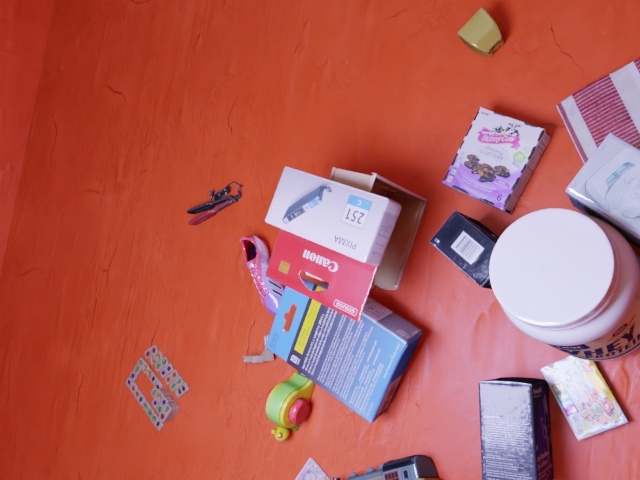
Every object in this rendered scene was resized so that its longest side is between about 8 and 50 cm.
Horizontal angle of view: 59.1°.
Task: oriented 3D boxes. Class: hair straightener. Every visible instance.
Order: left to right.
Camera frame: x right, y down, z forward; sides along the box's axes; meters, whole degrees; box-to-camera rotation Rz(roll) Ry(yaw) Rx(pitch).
[{"bbox_3d":[-0.340,-0.132,1.802,0.230,0.047,0.089,-27,68,27],"label":"hair straightener"}]

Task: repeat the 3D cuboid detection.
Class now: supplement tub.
[{"bbox_3d":[0.467,0.086,1.034,0.235,0.324,0.236,-16,64,35],"label":"supplement tub"}]

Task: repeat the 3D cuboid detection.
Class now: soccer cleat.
[{"bbox_3d":[-0.169,0.099,1.618,0.083,0.095,0.248,-29,66,27],"label":"soccer cleat"}]

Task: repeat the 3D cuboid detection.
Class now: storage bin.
[{"bbox_3d":[0.109,-0.015,1.348,0.123,0.262,0.261,19,93,36],"label":"storage bin"}]

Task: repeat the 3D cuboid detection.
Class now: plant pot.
[{"bbox_3d":[0.394,-0.490,1.353,0.081,0.081,0.083,-46,72,19],"label":"plant pot"}]

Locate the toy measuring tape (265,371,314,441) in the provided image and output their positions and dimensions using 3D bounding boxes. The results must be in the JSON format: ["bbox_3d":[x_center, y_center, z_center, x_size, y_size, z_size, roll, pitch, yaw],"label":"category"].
[{"bbox_3d":[-0.071,0.375,1.493,0.121,0.121,0.330,18,92,35],"label":"toy measuring tape"}]

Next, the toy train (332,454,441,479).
[{"bbox_3d":[0.142,0.620,1.302,0.333,0.142,0.190,-29,55,29],"label":"toy train"}]

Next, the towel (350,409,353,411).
[{"bbox_3d":[0.084,0.390,1.448,0.060,0.009,0.083,38,103,33],"label":"towel"}]

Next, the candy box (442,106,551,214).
[{"bbox_3d":[0.402,-0.184,1.296,0.164,0.070,0.196,31,100,34],"label":"candy box"}]

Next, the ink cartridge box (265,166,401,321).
[{"bbox_3d":[0.000,0.000,1.222,0.296,0.066,0.261,22,94,37],"label":"ink cartridge box"}]

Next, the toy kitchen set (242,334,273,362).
[{"bbox_3d":[-0.182,0.311,1.610,0.068,0.083,0.075,137,130,-69],"label":"toy kitchen set"}]

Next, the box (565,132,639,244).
[{"bbox_3d":[0.583,-0.057,1.018,0.231,0.262,0.127,39,104,24],"label":"box"}]

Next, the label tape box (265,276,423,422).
[{"bbox_3d":[0.050,0.242,1.378,0.333,0.106,0.241,31,115,25],"label":"label tape box"}]

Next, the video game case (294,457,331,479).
[{"bbox_3d":[-0.008,0.641,1.466,0.122,0.011,0.087,39,104,32],"label":"video game case"}]

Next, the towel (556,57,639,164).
[{"bbox_3d":[0.684,-0.262,1.143,0.329,0.037,0.237,-27,70,29],"label":"towel"}]

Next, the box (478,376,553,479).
[{"bbox_3d":[0.399,0.387,1.149,0.108,0.153,0.207,-5,79,33],"label":"box"}]

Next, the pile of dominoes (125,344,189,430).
[{"bbox_3d":[-0.546,0.474,1.841,0.251,0.040,0.196,39,104,32],"label":"pile of dominoes"}]

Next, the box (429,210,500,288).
[{"bbox_3d":[0.350,0.025,1.241,0.156,0.158,0.093,46,108,30],"label":"box"}]

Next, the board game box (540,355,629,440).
[{"bbox_3d":[0.534,0.312,1.147,0.103,0.026,0.154,-34,65,25],"label":"board game box"}]
